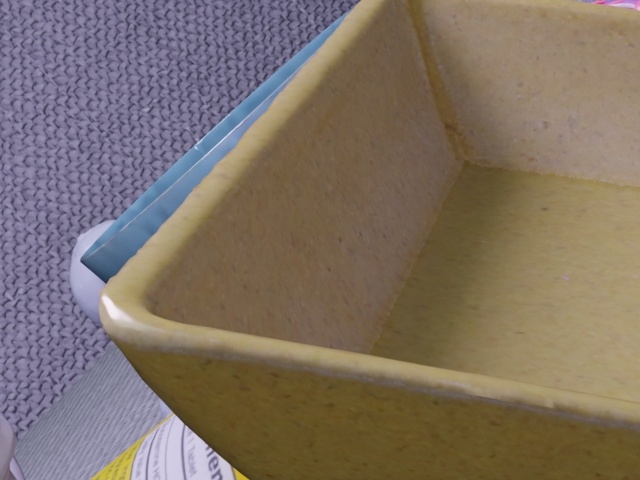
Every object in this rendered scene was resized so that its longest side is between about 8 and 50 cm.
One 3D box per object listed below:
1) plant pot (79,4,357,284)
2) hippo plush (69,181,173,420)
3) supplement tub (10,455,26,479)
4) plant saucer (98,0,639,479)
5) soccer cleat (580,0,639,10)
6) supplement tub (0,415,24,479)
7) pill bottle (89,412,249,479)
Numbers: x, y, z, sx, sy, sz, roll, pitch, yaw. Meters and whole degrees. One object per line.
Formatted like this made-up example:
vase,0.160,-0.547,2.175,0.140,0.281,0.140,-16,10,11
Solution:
plant pot,0.000,0.000,1.323,0.293,0.235,0.293,-42,7,7
hippo plush,-0.136,0.066,1.653,0.294,0.236,0.234,-43,8,-7
supplement tub,-0.300,0.241,1.080,0.235,0.235,0.325,-46,-13,-28
plant saucer,0.142,0.017,0.507,0.333,0.332,0.081,-58,-25,-63
soccer cleat,0.171,-0.110,1.081,0.108,0.116,0.318,-46,7,-19
supplement tub,-0.105,0.193,0.491,0.191,0.272,0.191,-27,15,8
pill bottle,-0.012,0.151,0.697,0.334,0.188,0.188,-39,8,20
